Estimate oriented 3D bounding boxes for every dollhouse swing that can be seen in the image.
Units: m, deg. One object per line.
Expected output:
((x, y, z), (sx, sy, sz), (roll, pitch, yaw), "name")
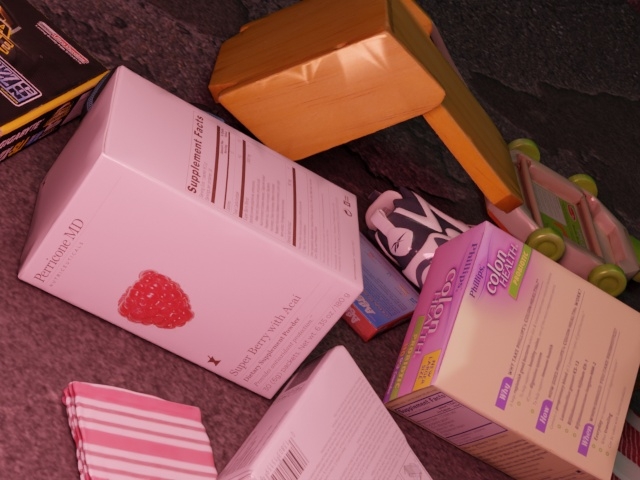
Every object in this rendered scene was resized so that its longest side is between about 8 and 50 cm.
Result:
((0.063, -0.159, 1.959), (0.347, 0.315, 0.305), (-88, 156, -67), "dollhouse swing")

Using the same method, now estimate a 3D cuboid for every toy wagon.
((0.396, -0.014, 2.239), (0.344, 0.068, 0.267), (29, 30, -20), "toy wagon")

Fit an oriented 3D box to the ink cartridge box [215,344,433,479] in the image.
((0.027, 0.259, 1.411), (0.239, 0.060, 0.275), (56, 27, -8), "ink cartridge box")

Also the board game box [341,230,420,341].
((0.000, 0.000, 1.791), (0.281, 0.027, 0.145), (47, 27, 14), "board game box")

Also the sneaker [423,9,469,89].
((0.158, -0.239, 2.293), (0.222, 0.118, 0.083), (59, 0, -22), "sneaker")

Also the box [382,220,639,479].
((0.224, 0.138, 1.663), (0.243, 0.117, 0.213), (30, 61, -17), "box")

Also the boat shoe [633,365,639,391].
((0.320, 0.160, 1.851), (0.342, 0.123, 0.123), (-13, 81, -31), "boat shoe")

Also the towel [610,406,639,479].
((0.408, 0.320, 1.796), (0.237, 0.037, 0.329), (39, 28, -2), "towel")

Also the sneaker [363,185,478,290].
((0.134, -0.015, 1.900), (0.153, 0.094, 0.235), (44, 27, 13), "sneaker")

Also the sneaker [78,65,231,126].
((-0.109, -0.083, 1.647), (0.341, 0.125, 0.139), (27, 50, -23), "sneaker")

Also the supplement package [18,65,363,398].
((-0.127, -0.005, 1.486), (0.293, 0.177, 0.175), (28, 30, -19), "supplement package")

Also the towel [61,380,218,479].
((-0.151, 0.214, 1.301), (0.144, 0.029, 0.197), (18, 37, -35), "towel")

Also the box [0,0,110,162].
((-0.415, -0.226, 1.579), (0.322, 0.079, 0.257), (40, 30, 2), "box")
